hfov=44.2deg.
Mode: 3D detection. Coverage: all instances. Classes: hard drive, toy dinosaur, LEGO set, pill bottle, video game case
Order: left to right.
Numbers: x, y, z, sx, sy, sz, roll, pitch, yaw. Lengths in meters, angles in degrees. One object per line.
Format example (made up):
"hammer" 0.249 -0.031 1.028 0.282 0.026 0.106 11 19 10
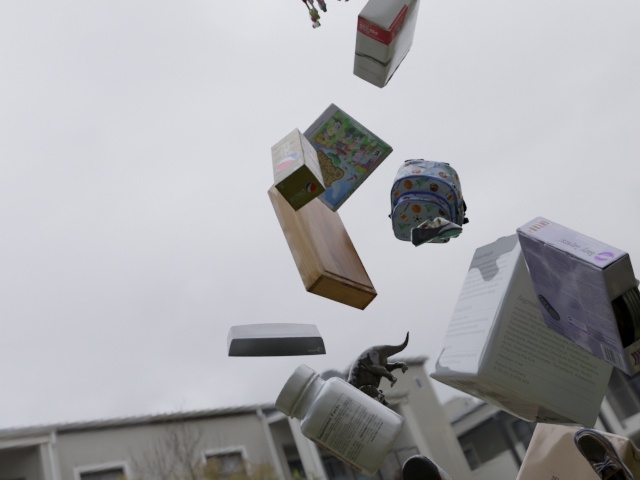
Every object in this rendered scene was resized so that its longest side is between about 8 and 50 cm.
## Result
"hard drive" -0.120 0.263 2.090 0.255 0.054 0.172 0 9 -7
"LEGO set" 0.013 -0.486 1.544 0.132 0.107 0.287 -29 1 24
"video game case" 0.029 -0.192 1.789 0.193 0.212 0.023 -47 -33 -1
"pill bottle" 0.033 0.338 1.510 0.131 0.229 0.131 -56 -12 -17
"toy dinosaur" 0.142 0.375 2.219 0.313 0.160 0.121 -61 -25 -2

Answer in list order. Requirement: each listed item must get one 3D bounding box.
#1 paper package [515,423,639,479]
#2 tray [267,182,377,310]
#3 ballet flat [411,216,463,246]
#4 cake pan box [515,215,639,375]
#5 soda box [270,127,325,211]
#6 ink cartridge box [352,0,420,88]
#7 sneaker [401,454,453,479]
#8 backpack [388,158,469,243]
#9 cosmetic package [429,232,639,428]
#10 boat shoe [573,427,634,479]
"paper package" 0.749 0.702 2.277 0.168 0.309 0.325 34 -17 -30
"tray" 0.000 0.000 2.173 0.203 0.411 0.076 21 -59 -36
"ballet flat" 0.348 -0.034 2.369 0.203 0.074 0.074 -14 -29 -35
"cake pan box" 0.494 0.099 1.474 0.070 0.267 0.245 -31 -66 -11
"soda box" -0.039 -0.119 1.286 0.061 0.181 0.058 -35 -66 11
"ink cartridge box" 0.153 -0.482 1.819 0.158 0.092 0.218 -57 -14 -21
"sneaker" 0.260 0.518 1.593 0.090 0.270 0.145 -30 7 26
"backpack" 0.339 -0.127 2.560 0.277 0.213 0.263 1 -55 13
"cosmetic package" 0.535 0.228 2.009 0.327 0.393 0.329 25 -14 -7
"boat shoe" 0.625 0.486 1.713 0.066 0.183 0.066 -43 5 18
